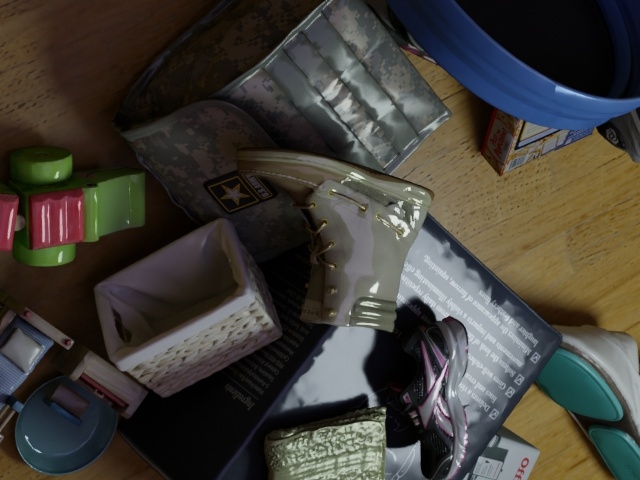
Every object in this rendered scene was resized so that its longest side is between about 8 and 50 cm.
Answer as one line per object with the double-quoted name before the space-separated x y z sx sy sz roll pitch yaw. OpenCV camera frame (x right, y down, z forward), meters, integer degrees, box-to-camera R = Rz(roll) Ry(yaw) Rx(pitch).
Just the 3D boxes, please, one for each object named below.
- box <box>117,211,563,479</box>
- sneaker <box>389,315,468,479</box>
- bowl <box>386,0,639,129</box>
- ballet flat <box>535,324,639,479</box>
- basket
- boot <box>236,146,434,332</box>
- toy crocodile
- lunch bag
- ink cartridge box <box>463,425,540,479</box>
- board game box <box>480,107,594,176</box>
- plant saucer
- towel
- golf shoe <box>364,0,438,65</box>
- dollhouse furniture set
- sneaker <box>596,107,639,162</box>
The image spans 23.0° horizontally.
"box" 0.025 0.162 1.778 0.293 0.212 0.395 41 83 -35
"sneaker" 0.108 0.168 1.671 0.077 0.072 0.178 -5 101 -18
"bowl" 0.204 -0.284 1.662 0.391 0.391 0.077 12 141 -34
"ballet flat" 0.388 0.198 2.082 0.139 0.139 0.400 -47 129 -9
"basket" -0.137 0.075 1.656 0.167 0.113 0.103 -27 141 9
"boot" 0.000 0.000 1.564 0.213 0.077 0.165 15 91 -25
"toy crocodile" -0.326 -0.026 1.557 0.341 0.105 0.115 -4 109 -31
"lunch bag" -0.048 -0.129 1.659 0.287 0.169 0.235 -43 128 -2
"ink cartridge box" 0.155 0.290 1.980 0.208 0.087 0.153 21 96 -36
"board game box" 0.276 -0.174 1.854 0.147 0.045 0.193 -24 151 -24
"plant saucer" -0.280 0.198 1.718 0.119 0.021 0.119 -11 113 -29
"towel" 0.006 0.234 1.647 0.148 0.027 0.110 -11 113 -29
"golf shoe" 0.141 -0.245 1.776 0.273 0.120 0.105 19 90 -58
"dollhouse furniture set" -0.284 0.157 1.612 0.184 0.129 0.129 39 81 -25
"sneaker" 0.362 -0.199 1.937 0.086 0.132 0.228 -12 77 -18
